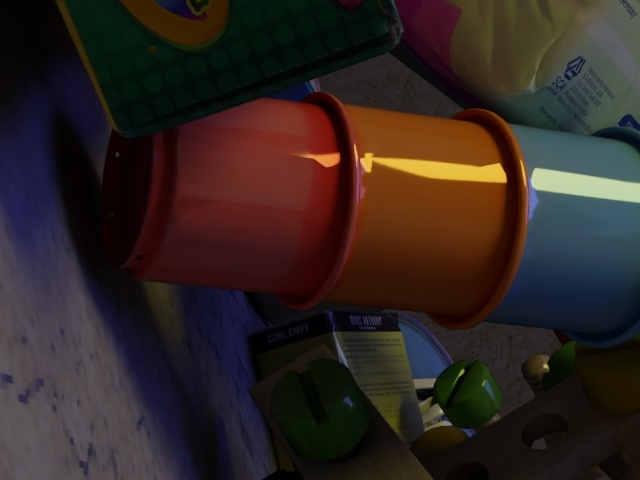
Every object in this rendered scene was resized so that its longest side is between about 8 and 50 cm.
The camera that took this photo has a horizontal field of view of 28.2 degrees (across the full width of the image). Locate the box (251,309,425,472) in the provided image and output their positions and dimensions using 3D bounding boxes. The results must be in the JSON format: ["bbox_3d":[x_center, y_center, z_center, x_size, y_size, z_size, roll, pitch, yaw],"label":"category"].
[{"bbox_3d":[0.028,0.157,0.731,0.087,0.058,0.232,4,69,-58],"label":"box"}]

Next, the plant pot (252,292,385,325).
[{"bbox_3d":[0.000,0.000,0.820,0.096,0.109,0.109,97,-16,-59],"label":"plant pot"}]

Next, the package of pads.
[{"bbox_3d":[0.057,-0.139,0.619,0.296,0.101,0.229,43,9,30],"label":"package of pads"}]

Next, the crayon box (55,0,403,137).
[{"bbox_3d":[-0.064,-0.182,0.350,0.165,0.081,0.278,-95,164,-73],"label":"crayon box"}]

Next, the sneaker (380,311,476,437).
[{"bbox_3d":[0.071,0.178,0.970,0.236,0.130,0.322,79,4,-68],"label":"sneaker"}]

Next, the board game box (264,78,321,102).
[{"bbox_3d":[-0.069,-0.242,0.871,0.242,0.064,0.316,33,44,-85],"label":"board game box"}]

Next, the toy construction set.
[{"bbox_3d":[0.087,0.088,0.582,0.237,0.257,0.309,55,22,-30],"label":"toy construction set"}]

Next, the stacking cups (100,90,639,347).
[{"bbox_3d":[0.077,-0.003,0.474,0.096,0.316,0.096,-174,-90,-68],"label":"stacking cups"}]
